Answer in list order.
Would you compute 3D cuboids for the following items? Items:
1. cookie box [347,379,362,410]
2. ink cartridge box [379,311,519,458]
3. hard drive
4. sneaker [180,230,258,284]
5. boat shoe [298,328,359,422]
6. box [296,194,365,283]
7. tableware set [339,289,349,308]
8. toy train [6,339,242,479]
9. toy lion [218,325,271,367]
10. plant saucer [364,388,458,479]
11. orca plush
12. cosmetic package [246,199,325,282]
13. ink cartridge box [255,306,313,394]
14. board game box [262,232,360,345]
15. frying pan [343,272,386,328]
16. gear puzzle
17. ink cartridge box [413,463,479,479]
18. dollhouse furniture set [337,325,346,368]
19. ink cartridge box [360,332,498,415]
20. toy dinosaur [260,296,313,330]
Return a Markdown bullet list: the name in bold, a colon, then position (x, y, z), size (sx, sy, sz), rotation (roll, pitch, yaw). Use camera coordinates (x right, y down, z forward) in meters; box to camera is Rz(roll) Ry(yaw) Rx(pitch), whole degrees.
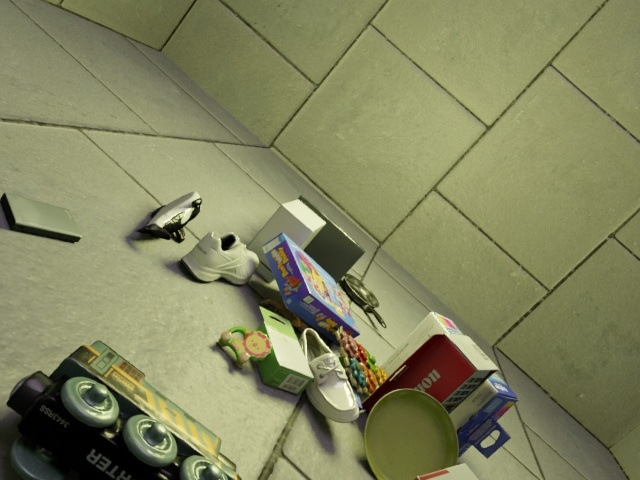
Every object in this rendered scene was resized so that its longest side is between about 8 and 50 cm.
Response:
- **cookie box**: position (0.048, 0.387, 1.295), size (0.107, 0.040, 0.091), rotation (36, 16, -20)
- **ink cartridge box**: position (0.393, 0.455, 1.531), size (0.151, 0.270, 0.395), rotation (26, 21, -39)
- **hard drive**: position (-0.561, -0.044, 1.021), size (0.094, 0.022, 0.135), rotation (49, 16, 31)
- **sneaker**: position (-0.243, 0.045, 1.384), size (0.111, 0.129, 0.297), rotation (44, 13, 17)
- **boat shoe**: position (0.008, 0.314, 1.216), size (0.098, 0.096, 0.277), rotation (-4, 29, -28)
- **box**: position (0.000, 0.000, 1.952), size (0.312, 0.179, 0.343), rotation (43, 3, 2)
- **tableware set**: position (0.020, 0.201, 1.796), size (0.194, 0.039, 0.128), rotation (31, 25, -27)
- **toy train**: position (-0.245, 0.274, 0.681), size (0.334, 0.142, 0.190), rotation (39, 4, -8)
- **toy lion**: position (-0.163, 0.231, 1.133), size (0.100, 0.034, 0.096), rotation (45, 45, 17)
- **plant saucer**: position (0.210, 0.476, 1.197), size (0.241, 0.241, 0.037), rotation (42, -29, 3)
- **orca plush**: position (-0.377, -0.042, 1.359), size (0.287, 0.151, 0.102), rotation (-106, 176, -71)
- **cosmetic package**: position (-0.118, -0.006, 1.671), size (0.138, 0.224, 0.224), rotation (42, 13, 2)
- **ink cartridge box**: position (-0.103, 0.263, 1.224), size (0.109, 0.062, 0.209), rotation (31, 17, -35)
- **board game box**: position (-0.022, 0.154, 1.520), size (0.347, 0.078, 0.233), rotation (46, 14, -50)
- **frying pan**: position (0.198, 0.258, 2.078), size (0.197, 0.053, 0.326), rotation (22, 26, -54)
- **gear puzzle**: position (0.147, 0.376, 1.454), size (0.339, 0.044, 0.175), rotation (47, 19, -52)
- **ink cartridge box**: position (0.133, 0.480, 0.762), size (0.197, 0.272, 0.114), rotation (24, 19, -51)
- **dollhouse furniture set**: position (0.046, 0.317, 1.439), size (0.151, 0.059, 0.076), rotation (-83, 153, -68)
- **ink cartridge box**: position (0.283, 0.396, 1.339), size (0.272, 0.309, 0.130), rotation (20, 25, -54)
- **toy dinosaur**: position (-0.073, 0.223, 1.430), size (0.211, 0.064, 0.112), rotation (39, 13, -8)
